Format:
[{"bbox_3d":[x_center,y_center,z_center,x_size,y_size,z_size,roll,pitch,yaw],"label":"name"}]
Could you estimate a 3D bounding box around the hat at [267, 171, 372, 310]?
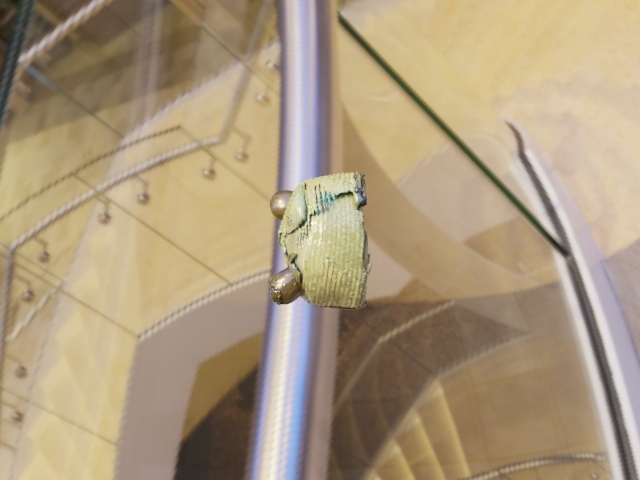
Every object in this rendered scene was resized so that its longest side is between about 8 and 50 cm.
[{"bbox_3d":[0.000,0.000,0.604,0.076,0.059,0.077,119,153,-81],"label":"hat"}]
